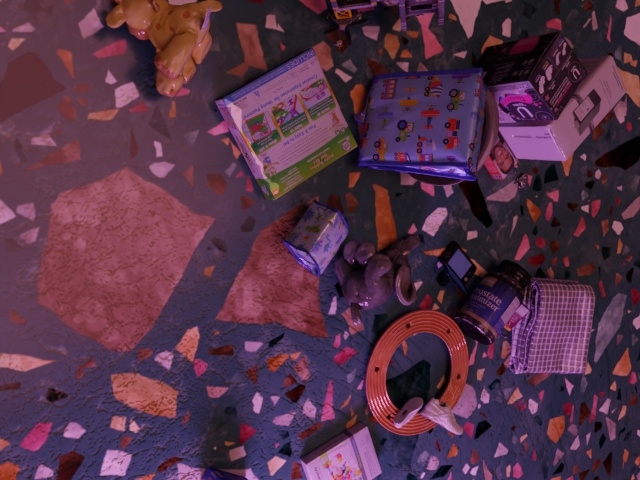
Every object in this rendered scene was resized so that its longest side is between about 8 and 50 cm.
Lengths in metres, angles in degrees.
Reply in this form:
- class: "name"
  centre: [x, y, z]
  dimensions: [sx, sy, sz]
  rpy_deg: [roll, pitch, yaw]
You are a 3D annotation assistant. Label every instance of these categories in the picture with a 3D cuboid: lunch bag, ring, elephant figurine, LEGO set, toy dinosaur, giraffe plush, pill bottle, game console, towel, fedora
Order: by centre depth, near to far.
- class: "giraffe plush"
  centre: [-0.305, -0.407, 1.213]
  dimensions: [0.170, 0.210, 0.181]
  rpy_deg: [30, 48, -5]
- class: "LEGO set"
  centre: [0.148, -0.580, 1.413]
  dimensions: [0.331, 0.192, 0.255]
  rpy_deg: [-11, 81, 8]
- class: "lunch bag"
  centre: [0.215, -0.268, 1.461]
  dimensions: [0.138, 0.293, 0.221]
  rpy_deg: [21, 77, -69]
- class: "lunch bag"
  centre: [0.000, 0.000, 1.469]
  dimensions: [0.129, 0.096, 0.151]
  rpy_deg: [-54, 147, -12]
- class: "elephant figurine"
  centre: [0.162, 0.087, 1.545]
  dimensions: [0.239, 0.169, 0.186]
  rpy_deg: [11, 120, -45]
- class: "fedora"
  centre: [0.325, -0.256, 1.572]
  dimensions: [0.124, 0.243, 0.276]
  rpy_deg: [17, 83, -59]
- class: "ring"
  centre: [0.255, 0.345, 1.691]
  dimensions: [0.336, 0.032, 0.337]
  rpy_deg: [-4, 99, -28]
- class: "game console"
  centre: [0.375, 0.080, 1.699]
  dimensions: [0.107, 0.071, 0.122]
  rpy_deg: [-50, 117, -14]
- class: "pill bottle"
  centre: [0.470, 0.164, 1.734]
  dimensions: [0.219, 0.123, 0.123]
  rpy_deg: [-50, 116, -15]
- class: "LEGO set"
  centre: [0.565, -0.178, 1.799]
  dimensions: [0.054, 0.023, 0.083]
  rpy_deg: [-50, 117, -14]
- class: "toy dinosaur"
  centre: [0.502, 0.250, 1.813]
  dimensions: [0.082, 0.047, 0.090]
  rpy_deg: [14, 79, -48]
- class: "towel"
  centre: [0.672, 0.254, 1.861]
  dimensions: [0.235, 0.121, 0.284]
  rpy_deg: [4, 95, -29]

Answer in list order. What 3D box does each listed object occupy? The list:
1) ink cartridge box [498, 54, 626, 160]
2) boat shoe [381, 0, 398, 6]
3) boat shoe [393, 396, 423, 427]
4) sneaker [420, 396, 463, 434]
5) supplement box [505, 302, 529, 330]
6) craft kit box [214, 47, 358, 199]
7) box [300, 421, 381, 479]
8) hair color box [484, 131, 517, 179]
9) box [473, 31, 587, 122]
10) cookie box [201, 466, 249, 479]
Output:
- class: "ink cartridge box"
  centre: [0.628, -0.349, 1.707]
  dimensions: [0.289, 0.211, 0.121]
  rpy_deg: [-45, 117, -16]
- class: "boat shoe"
  centre: [0.175, -0.648, 1.492]
  dimensions: [0.068, 0.072, 0.190]
  rpy_deg: [-13, 103, -28]
- class: "boat shoe"
  centre: [0.228, 0.446, 1.655]
  dimensions: [0.100, 0.035, 0.035]
  rpy_deg: [-40, 141, -23]
- class: "sneaker"
  centre: [0.334, 0.468, 1.704]
  dimensions: [0.152, 0.053, 0.061]
  rpy_deg: [37, 76, -28]
- class: "supplement box"
  centre: [0.534, 0.202, 1.798]
  dimensions: [0.043, 0.055, 0.083]
  rpy_deg: [34, 103, -28]
- class: "craft kit box"
  centre: [-0.068, -0.257, 1.419]
  dimensions: [0.250, 0.061, 0.247]
  rpy_deg: [-34, 109, -21]
- class: "box"
  centre: [0.054, 0.563, 1.602]
  dimensions: [0.186, 0.038, 0.145]
  rpy_deg: [-24, 107, -24]
- class: "hair color box"
  centre: [0.465, -0.239, 1.724]
  dimensions: [0.072, 0.043, 0.141]
  rpy_deg: [-48, 117, -16]
- class: "box"
  centre: [0.502, -0.396, 1.607]
  dimensions: [0.142, 0.247, 0.163]
  rpy_deg: [40, 77, -26]
- class: "cookie box"
  centre: [-0.199, 0.550, 1.428]
  dimensions: [0.107, 0.092, 0.040]
  rpy_deg: [29, 79, -28]
